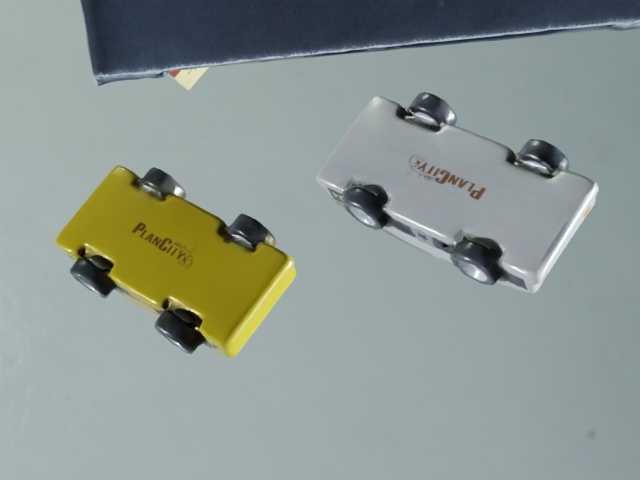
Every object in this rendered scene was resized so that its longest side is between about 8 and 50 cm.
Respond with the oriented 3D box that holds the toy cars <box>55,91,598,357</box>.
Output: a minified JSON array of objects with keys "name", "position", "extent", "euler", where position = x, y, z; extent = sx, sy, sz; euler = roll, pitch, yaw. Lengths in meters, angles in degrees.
[{"name":"toy cars","position":[0.000,0.000,0.830],"extent":[0.394,0.087,0.176],"euler":[-13,57,15]}]

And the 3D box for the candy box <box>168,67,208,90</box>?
[{"name":"candy box","position":[-0.212,-0.340,1.305],"extent":[0.316,0.087,0.183],"euler":[41,91,14]}]

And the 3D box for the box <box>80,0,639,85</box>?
[{"name":"box","position":[0.011,-0.305,0.566],"extent":[0.293,0.395,0.212],"euler":[-6,23,-4]}]
